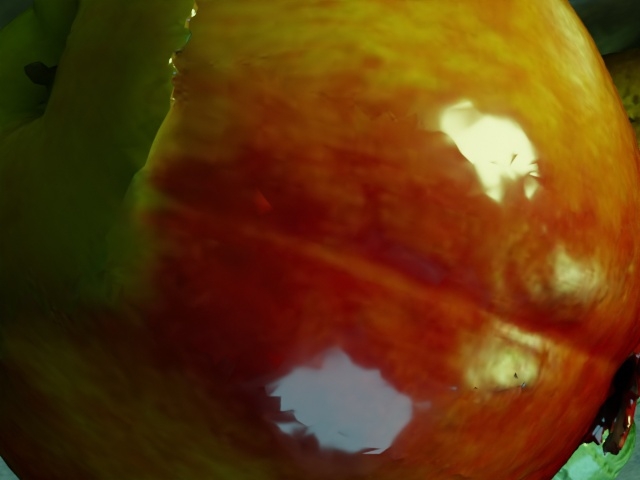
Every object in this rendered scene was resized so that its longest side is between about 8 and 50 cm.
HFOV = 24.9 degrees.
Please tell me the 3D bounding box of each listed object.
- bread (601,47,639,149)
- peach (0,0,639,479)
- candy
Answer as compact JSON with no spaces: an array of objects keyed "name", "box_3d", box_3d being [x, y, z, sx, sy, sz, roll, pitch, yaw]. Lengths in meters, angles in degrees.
[{"name":"bread","box_3d":[0.222,-0.028,0.938,0.268,0.146,0.268,-5,164,-1]},{"name":"peach","box_3d":[0.000,0.000,0.695,0.370,0.370,0.370,-14,151,-8]},{"name":"candy","box_3d":[0.359,0.099,1.340,0.440,0.119,0.119,-34,148,12]}]
